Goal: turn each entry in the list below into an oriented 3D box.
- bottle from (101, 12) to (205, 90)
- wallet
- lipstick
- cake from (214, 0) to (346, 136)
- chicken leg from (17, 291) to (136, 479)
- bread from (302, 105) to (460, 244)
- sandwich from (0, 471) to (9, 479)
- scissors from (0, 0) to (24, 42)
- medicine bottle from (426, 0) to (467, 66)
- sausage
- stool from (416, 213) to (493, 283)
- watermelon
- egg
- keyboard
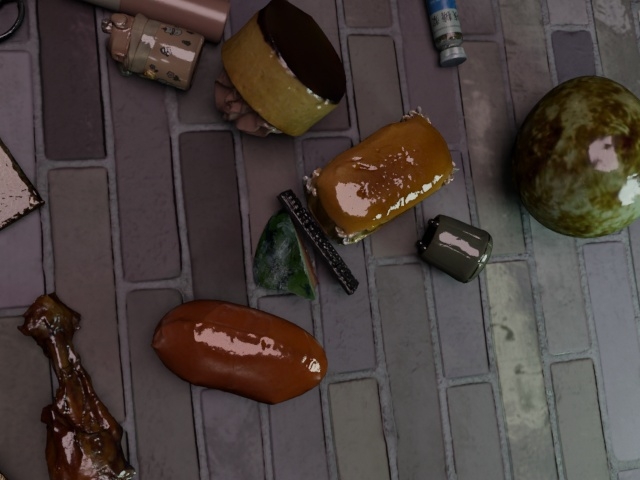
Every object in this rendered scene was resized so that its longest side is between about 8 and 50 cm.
[{"bbox_3d":[-0.261,-0.293,1.145,0.152,0.099,0.099,16,78,-9],"label":"bottle"},{"bbox_3d":[-0.534,-0.041,1.063,0.243,0.039,0.133,-37,99,-17],"label":"wallet"},{"bbox_3d":[-0.271,-0.378,1.165,0.254,0.070,0.070,15,78,-13],"label":"lipstick"},{"bbox_3d":[-0.079,-0.245,1.162,0.185,0.178,0.208,41,39,-26],"label":"cake"},{"bbox_3d":[-0.349,0.220,1.056,0.113,0.093,0.305,-10,76,-34],"label":"chicken leg"},{"bbox_3d":[0.097,-0.100,1.206,0.241,0.107,0.136,-32,88,-18],"label":"bread"},{"bbox_3d":[-0.451,0.356,0.999,0.090,0.088,0.244,-40,93,-21],"label":"sandwich"},{"bbox_3d":[-0.560,-0.268,1.097,0.109,0.022,0.300,37,76,-4],"label":"scissors"},{"bbox_3d":[0.214,-0.403,1.310,0.051,0.051,0.191,-10,85,-16],"label":"medicine bottle"},{"bbox_3d":[-0.115,0.159,1.098,0.258,0.133,0.133,17,78,-10],"label":"sausage"},{"bbox_3d":[0.220,0.011,1.230,0.110,0.096,0.096,26,76,-6],"label":"stool"},{"bbox_3d":[-0.057,0.023,1.180,0.101,0.080,0.155,-12,87,19],"label":"watermelon"},{"bbox_3d":[0.437,-0.144,1.239,0.238,0.238,0.290,12,61,-13],"label":"egg"},{"bbox_3d":[0.000,0.000,1.191,0.018,0.060,0.196,-35,93,18],"label":"keyboard"}]
